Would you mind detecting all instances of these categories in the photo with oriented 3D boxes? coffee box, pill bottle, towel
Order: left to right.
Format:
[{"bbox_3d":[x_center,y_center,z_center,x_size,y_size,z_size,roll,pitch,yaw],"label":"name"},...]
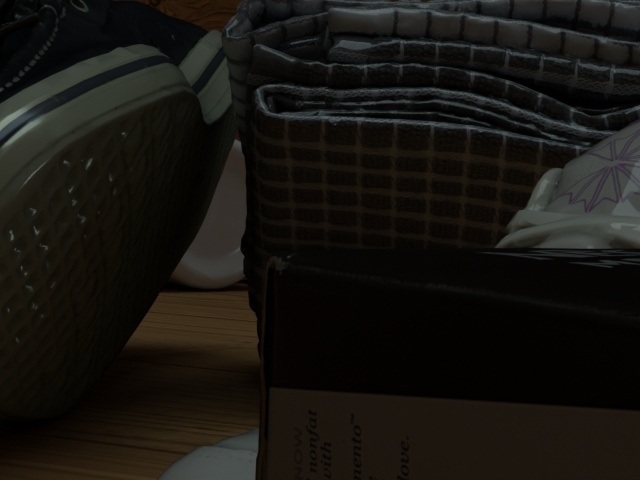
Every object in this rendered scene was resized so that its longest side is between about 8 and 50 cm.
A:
[{"bbox_3d":[-0.153,-0.031,1.707,0.131,0.131,0.229,0,4,-37],"label":"pill bottle"},{"bbox_3d":[0.092,-0.019,1.019,0.283,0.121,0.235,3,-32,3],"label":"towel"},{"bbox_3d":[0.139,0.069,0.322,0.168,0.119,0.297,-1,5,-38],"label":"coffee box"}]

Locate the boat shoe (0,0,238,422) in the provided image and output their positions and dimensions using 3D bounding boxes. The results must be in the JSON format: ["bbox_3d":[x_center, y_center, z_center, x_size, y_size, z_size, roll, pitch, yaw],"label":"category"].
[{"bbox_3d":[-0.144,-0.041,0.986,0.156,0.187,0.500,23,13,0],"label":"boat shoe"}]

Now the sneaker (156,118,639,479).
[{"bbox_3d":[0.059,0.037,0.553,0.114,0.152,0.305,7,7,37],"label":"sneaker"}]
